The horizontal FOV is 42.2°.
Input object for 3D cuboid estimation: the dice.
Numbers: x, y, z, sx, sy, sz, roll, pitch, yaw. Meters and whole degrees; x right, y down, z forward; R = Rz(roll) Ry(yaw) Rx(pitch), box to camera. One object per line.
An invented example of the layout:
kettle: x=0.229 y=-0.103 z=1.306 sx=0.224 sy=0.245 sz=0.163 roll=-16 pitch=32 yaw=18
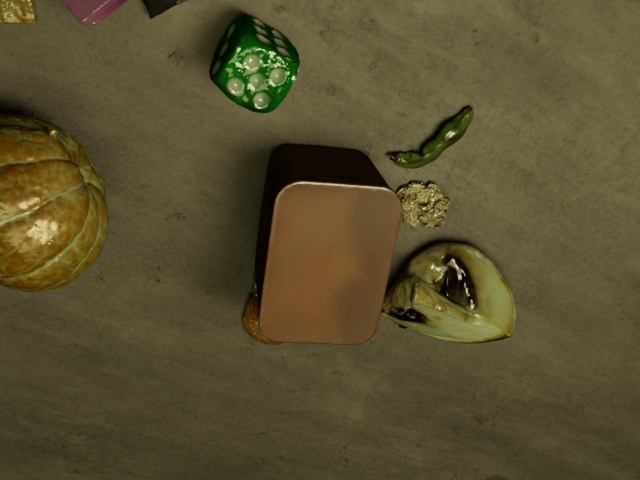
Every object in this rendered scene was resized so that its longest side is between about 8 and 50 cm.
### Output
dice: x=-0.116 y=-0.314 z=1.475 sx=0.130 sy=0.128 sz=0.120 roll=26 pitch=118 yaw=-24

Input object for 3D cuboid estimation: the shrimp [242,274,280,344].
shrimp: x=-0.127 y=0.166 z=1.885 sx=0.115 sy=0.051 sz=0.217 roll=-12 pitch=130 yaw=2

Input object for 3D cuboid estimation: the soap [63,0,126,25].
soap: x=-0.340 y=-0.456 z=1.351 sx=0.203 sy=0.065 sz=0.122 roll=-33 pitch=101 yaw=14

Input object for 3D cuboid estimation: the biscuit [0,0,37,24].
biscuit: x=-0.529 y=-0.408 z=1.408 sx=0.081 sy=0.018 sz=0.083 roll=-4 pitch=128 yaw=-7

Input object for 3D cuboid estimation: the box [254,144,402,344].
box: x=0.000 y=0.000 z=1.638 sx=0.239 sy=0.229 sz=0.340 roll=4 pitch=117 yaw=-11

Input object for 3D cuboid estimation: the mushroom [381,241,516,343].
mushroom: x=0.266 y=0.117 z=1.872 sx=0.291 sy=0.212 sz=0.217 roll=9 pitch=168 yaw=-27

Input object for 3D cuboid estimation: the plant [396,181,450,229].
plant: x=0.216 y=-0.066 z=1.764 sx=0.116 sy=0.105 sz=0.122 roll=22 pitch=165 yaw=18

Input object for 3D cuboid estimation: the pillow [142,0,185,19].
pillow: x=-0.248 y=-0.444 z=1.408 sx=0.150 sy=0.048 sz=0.090 roll=-20 pitch=115 yaw=11

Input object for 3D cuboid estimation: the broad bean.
broad bean: x=0.233 y=-0.195 z=1.673 sx=0.195 sy=0.046 sz=0.061 roll=-29 pitch=128 yaw=14

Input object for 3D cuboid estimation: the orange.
orange: x=-0.520 y=-0.069 z=1.474 sx=0.249 sy=0.329 sz=0.329 roll=-29 pitch=126 yaw=2
